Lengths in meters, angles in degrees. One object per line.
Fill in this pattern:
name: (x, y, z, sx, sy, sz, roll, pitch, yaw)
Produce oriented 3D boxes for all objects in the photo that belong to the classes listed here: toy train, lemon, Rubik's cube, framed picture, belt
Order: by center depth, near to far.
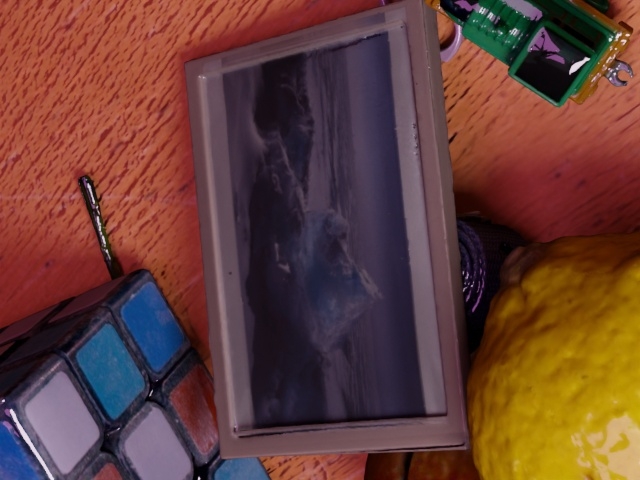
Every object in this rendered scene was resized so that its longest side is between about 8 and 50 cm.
lemon: (0.302, 0.157, 1.345, 0.387, 0.350, 0.350, 42, 122, 2)
toy train: (0.192, -0.205, 1.384, 0.227, 0.136, 0.091, 33, 121, 1)
framed picture: (0.000, 0.000, 1.530, 0.326, 0.028, 0.446, -10, 83, 37)
belt: (0.110, 0.057, 1.541, 0.230, 0.126, 0.139, -31, 67, 34)
Rubik's cube: (-0.312, 0.286, 1.703, 0.362, 0.363, 0.359, -23, 105, 32)

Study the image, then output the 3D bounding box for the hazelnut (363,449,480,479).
hazelnut: (0.161, 0.262, 1.560, 0.234, 0.218, 0.218, 17, 117, 2)

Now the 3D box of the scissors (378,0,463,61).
scissors: (0.144, -0.267, 1.462, 0.110, 0.021, 0.212, 50, 124, 2)

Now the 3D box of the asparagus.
asparagus: (-0.253, 0.032, 1.789, 0.023, 0.022, 0.233, -11, 102, 16)
